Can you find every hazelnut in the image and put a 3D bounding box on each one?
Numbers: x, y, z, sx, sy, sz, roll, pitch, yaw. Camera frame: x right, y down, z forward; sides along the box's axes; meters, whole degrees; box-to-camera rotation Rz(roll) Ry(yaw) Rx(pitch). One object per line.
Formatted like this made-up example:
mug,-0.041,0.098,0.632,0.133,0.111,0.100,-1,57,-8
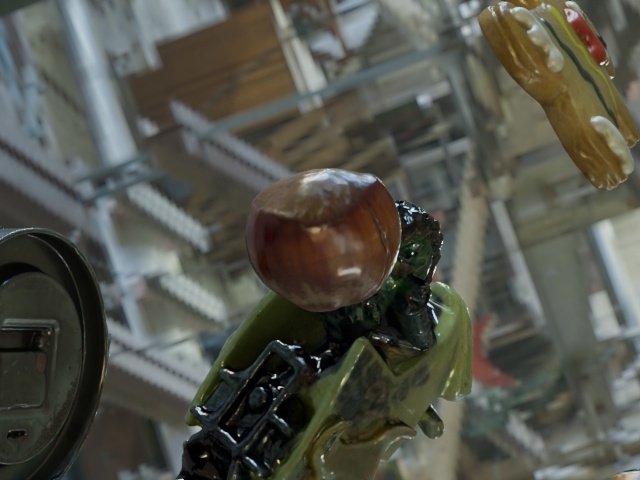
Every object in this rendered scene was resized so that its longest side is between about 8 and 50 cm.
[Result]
hazelnut,0.000,0.000,0.972,0.086,0.086,0.086,-20,90,-83

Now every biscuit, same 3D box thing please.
biscuit,0.169,-0.124,1.191,0.158,0.035,0.240,53,22,-11

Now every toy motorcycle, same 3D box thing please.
toy motorcycle,-0.010,0.157,1.515,0.168,0.410,0.237,40,3,37

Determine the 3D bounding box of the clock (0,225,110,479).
clock,-0.343,0.136,1.930,0.312,0.061,0.313,-21,114,-59

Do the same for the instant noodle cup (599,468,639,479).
instant noodle cup,0.369,0.375,1.996,0.172,0.215,0.216,-86,158,-45
